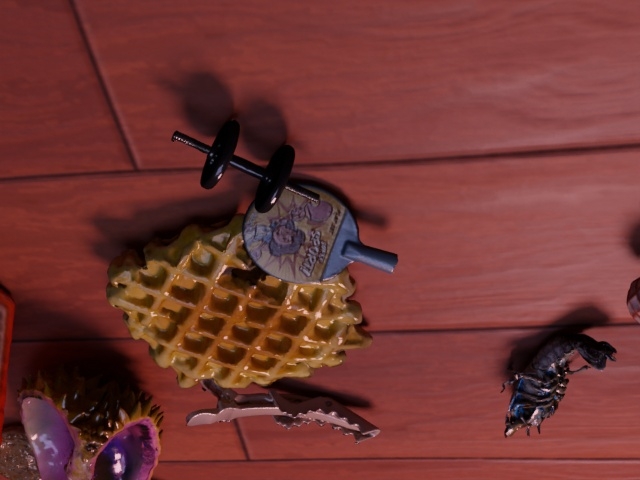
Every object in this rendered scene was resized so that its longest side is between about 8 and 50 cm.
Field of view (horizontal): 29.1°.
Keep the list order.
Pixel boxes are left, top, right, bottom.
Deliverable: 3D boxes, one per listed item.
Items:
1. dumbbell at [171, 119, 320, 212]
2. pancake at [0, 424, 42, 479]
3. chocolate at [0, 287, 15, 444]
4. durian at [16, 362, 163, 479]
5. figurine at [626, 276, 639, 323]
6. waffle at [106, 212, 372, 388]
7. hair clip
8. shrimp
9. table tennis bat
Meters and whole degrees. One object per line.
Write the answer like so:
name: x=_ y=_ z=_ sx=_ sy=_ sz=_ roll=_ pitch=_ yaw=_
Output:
dumbbell: x=-0.067 y=-0.067 z=1.121 sx=0.147 sy=0.069 sz=0.069 roll=24 pitch=135 yaw=-17
pancake: x=-0.363 y=0.281 z=1.576 sx=0.140 sy=0.022 sz=0.139 roll=4 pitch=136 yaw=4
chocolate: x=-0.481 y=0.222 z=1.298 sx=0.341 sy=0.360 sz=0.161 roll=-30 pitch=138 yaw=34
durian: x=-0.279 y=0.232 z=1.439 sx=0.186 sy=0.154 sz=0.260 roll=36 pitch=137 yaw=2
figurine: x=0.429 y=0.100 z=1.163 sx=0.281 sy=0.167 sz=0.370 roll=26 pitch=152 yaw=22
waffle: x=-0.082 y=0.076 z=1.288 sx=0.261 sy=0.056 sz=0.250 roll=-16 pitch=132 yaw=17
hair clip: x=-0.041 y=0.189 z=1.413 sx=0.226 sy=0.072 sz=0.034 roll=7 pitch=145 yaw=-12
shrimp: x=0.247 y=0.148 z=1.324 sx=0.082 sy=0.076 sz=0.174 roll=-12 pitch=149 yaw=-43
table tennis bat: x=0.000 y=0.000 z=1.189 sx=0.155 sy=0.019 sz=0.100 roll=19 pitch=104 yaw=-10
